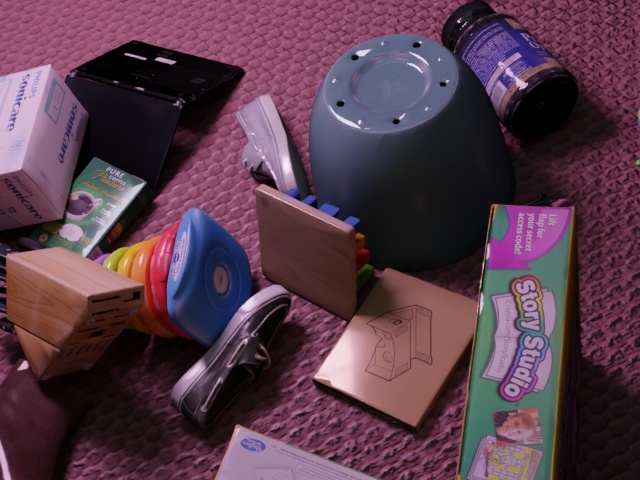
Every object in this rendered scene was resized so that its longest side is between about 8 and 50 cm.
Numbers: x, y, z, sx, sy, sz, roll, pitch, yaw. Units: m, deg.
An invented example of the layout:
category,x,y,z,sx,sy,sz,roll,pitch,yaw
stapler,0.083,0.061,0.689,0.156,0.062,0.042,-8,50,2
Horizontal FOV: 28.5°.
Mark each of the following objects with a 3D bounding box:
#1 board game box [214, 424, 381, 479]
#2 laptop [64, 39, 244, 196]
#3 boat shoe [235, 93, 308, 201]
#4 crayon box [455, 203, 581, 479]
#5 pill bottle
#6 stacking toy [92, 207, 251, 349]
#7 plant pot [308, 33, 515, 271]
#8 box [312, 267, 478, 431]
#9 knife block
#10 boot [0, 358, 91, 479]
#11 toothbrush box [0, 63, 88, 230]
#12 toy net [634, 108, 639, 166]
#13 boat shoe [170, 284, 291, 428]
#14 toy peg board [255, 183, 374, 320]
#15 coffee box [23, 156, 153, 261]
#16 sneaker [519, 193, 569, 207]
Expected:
category,x,y,z,sx,sy,sz,roll,pitch,yaw
board game box,-0.045,0.398,1.440,0.242,0.064,0.316,21,59,5
laptop,-0.291,-0.204,2.044,0.234,0.136,0.264,18,34,25
boat shoe,-0.079,-0.128,1.898,0.081,0.079,0.227,-26,46,6
crayon box,0.230,0.196,1.412,0.106,0.313,0.363,1,54,15
pill bottle,0.273,-0.258,1.870,0.123,0.123,0.219,-29,52,-8
stacking toy,-0.263,0.067,1.763,0.302,0.166,0.175,-6,60,28
plant pot,0.116,-0.142,1.750,0.293,0.235,0.293,-7,52,9
box,0.107,0.140,1.674,0.164,0.021,0.201,22,62,28
knife block,-0.368,0.051,1.708,0.088,0.275,0.242,-12,66,-40
boot,-0.364,0.276,1.651,0.248,0.090,0.207,29,52,16
toothbrush box,-0.529,-0.126,1.945,0.296,0.126,0.216,-9,51,20
toy net,0.558,-0.143,1.747,0.232,0.045,0.122,2,43,18
boat shoe,-0.103,0.157,1.684,0.070,0.078,0.219,32,74,33
toy peg board,0.000,0.000,1.730,0.161,0.160,0.079,26,48,29
coffee box,-0.349,-0.031,1.901,0.113,0.040,0.184,23,67,27
sneaker,0.288,-0.025,1.743,0.119,0.047,0.057,-34,46,-22
